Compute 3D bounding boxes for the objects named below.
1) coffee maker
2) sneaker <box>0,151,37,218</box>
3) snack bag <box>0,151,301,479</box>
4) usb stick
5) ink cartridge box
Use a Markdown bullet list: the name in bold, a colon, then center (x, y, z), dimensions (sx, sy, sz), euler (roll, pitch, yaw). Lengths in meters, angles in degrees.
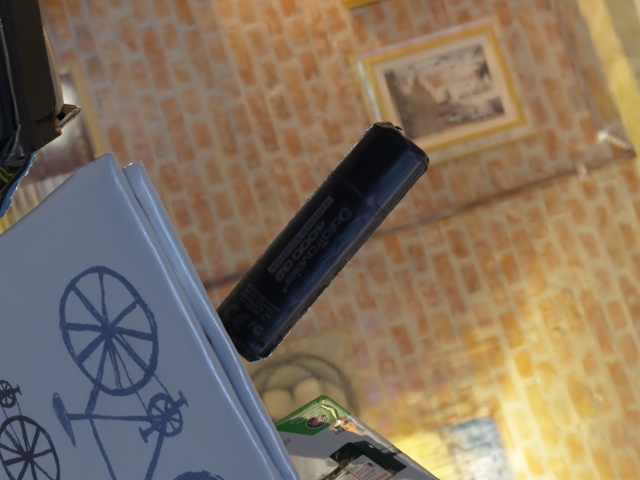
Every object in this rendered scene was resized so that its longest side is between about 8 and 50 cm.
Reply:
- **coffee maker**: center (-0.260, -0.156, 0.894), dimensions (0.171, 0.120, 0.178), euler (-107, -171, -64)
- **sneaker**: center (-0.375, -0.090, 1.327), dimensions (0.067, 0.078, 0.188), euler (52, -54, 31)
- **snack bag**: center (-0.178, 0.153, 0.854), dimensions (0.037, 0.342, 0.323), euler (-22, 82, -58)
- **usb stick**: center (0.000, 0.000, 1.186), dimensions (0.077, 0.278, 0.045), euler (40, 1, 18)
- **ink cartridge box**: center (0.012, 0.251, 1.097), dimensions (0.208, 0.153, 0.087), euler (29, -41, 49)
